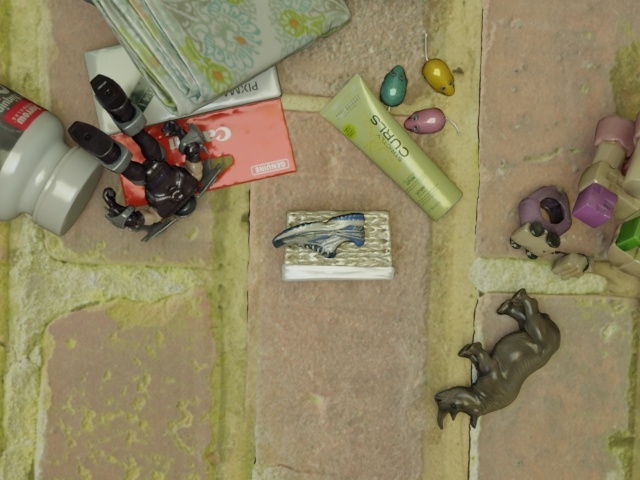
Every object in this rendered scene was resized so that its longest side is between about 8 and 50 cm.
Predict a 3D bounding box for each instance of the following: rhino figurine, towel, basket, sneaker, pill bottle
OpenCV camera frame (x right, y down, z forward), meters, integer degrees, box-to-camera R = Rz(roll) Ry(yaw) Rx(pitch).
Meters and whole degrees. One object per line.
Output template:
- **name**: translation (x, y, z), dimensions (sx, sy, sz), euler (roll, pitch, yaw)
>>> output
- **rhino figurine**: translation (0.260, 0.193, 1.893), dimensions (0.106, 0.073, 0.243), euler (41, 95, 1)
- **towel**: translation (-0.159, -0.369, 1.749), dimensions (0.374, 0.090, 0.320), euler (-37, 95, -42)
- **basket**: translation (0.025, 0.006, 1.861), dimensions (0.167, 0.113, 0.103), euler (-1, 92, 1)
- **sneaker**: translation (0.000, 0.000, 1.783), dimensions (0.135, 0.052, 0.058), euler (-12, 92, 2)
- **pill bottle**: translation (-0.482, -0.137, 1.825), dimensions (0.318, 0.176, 0.176), euler (29, 94, -2)

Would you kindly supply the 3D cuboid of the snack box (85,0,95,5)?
- **snack box**: translation (-0.331, -0.439, 1.802), dimensions (0.070, 0.174, 0.207), euler (-22, 93, 3)

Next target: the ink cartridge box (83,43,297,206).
- **ink cartridge box**: translation (-0.191, -0.190, 1.877), dimensions (0.275, 0.060, 0.239), euler (-12, 93, 1)

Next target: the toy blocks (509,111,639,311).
- **toy blocks**: translation (0.494, -0.077, 1.825), dimensions (0.288, 0.309, 0.260), euler (32, 61, -13)

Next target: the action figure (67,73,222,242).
- **action figure**: translation (-0.246, -0.109, 1.798), dimensions (0.099, 0.285, 0.185), euler (27, 75, 31)

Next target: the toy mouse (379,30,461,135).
- **toy mouse**: translation (0.139, -0.207, 1.885), dimensions (0.143, 0.031, 0.161), euler (-32, 93, 3)

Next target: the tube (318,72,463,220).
- **tube**: translation (0.107, -0.132, 1.877), dimensions (0.070, 0.062, 0.240), euler (-44, 91, -9)
